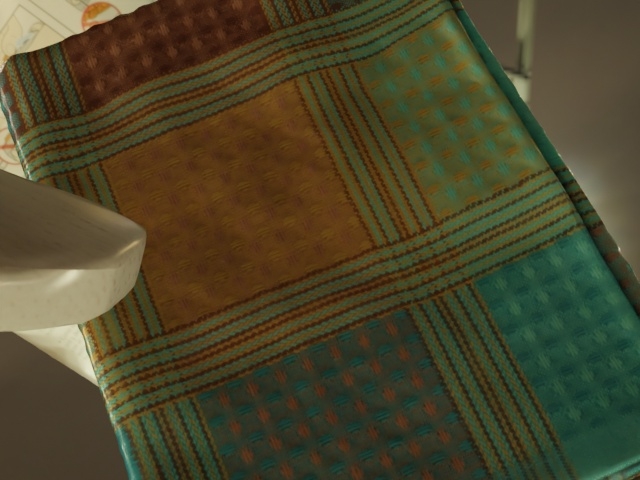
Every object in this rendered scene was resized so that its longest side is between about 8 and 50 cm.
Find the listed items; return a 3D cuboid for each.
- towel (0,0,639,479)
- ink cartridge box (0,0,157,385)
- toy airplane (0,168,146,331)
[{"bbox_3d":[0.000,0.000,0.606,0.271,0.040,0.370,-24,-115,-5],"label":"towel"},{"bbox_3d":[-0.151,-0.059,0.886,0.385,0.308,0.091,36,-161,-14],"label":"ink cartridge box"},{"bbox_3d":[-0.156,0.043,0.205,0.272,0.386,0.384,27,-111,25],"label":"toy airplane"}]
